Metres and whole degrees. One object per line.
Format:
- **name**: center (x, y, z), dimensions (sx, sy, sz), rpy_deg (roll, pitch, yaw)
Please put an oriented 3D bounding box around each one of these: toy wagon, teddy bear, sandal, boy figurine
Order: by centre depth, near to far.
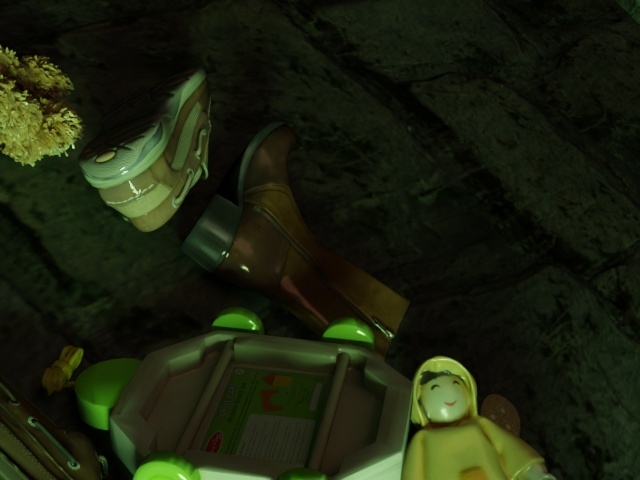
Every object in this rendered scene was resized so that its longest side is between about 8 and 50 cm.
- **toy wagon**: center (-0.089, 0.157, 0.969), dimensions (0.345, 0.068, 0.267), rpy_deg (5, 27, 9)
- **teddy bear**: center (-0.412, -0.178, 1.095), dimensions (0.338, 0.113, 0.245), rpy_deg (21, 39, -22)
- **boy figurine**: center (0.163, 0.253, 1.103), dimensions (0.177, 0.092, 0.285), rpy_deg (-9, 57, 0)
- **sandal**: center (0.215, 0.259, 1.182), dimensions (0.088, 0.079, 0.240), rpy_deg (28, 39, -13)

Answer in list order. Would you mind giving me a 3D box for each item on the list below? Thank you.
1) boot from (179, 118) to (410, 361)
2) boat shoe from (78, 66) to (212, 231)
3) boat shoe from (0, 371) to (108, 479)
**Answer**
- **boot**: center (0.000, 0.000, 1.259), dimensions (0.280, 0.096, 0.264), rpy_deg (34, 38, -8)
- **boat shoe**: center (-0.190, -0.111, 1.221), dimensions (0.116, 0.123, 0.324), rpy_deg (64, 21, -23)
- **boat shoe**: center (-0.222, 0.206, 0.857), dimensions (0.307, 0.110, 0.104), rpy_deg (42, 39, 4)
